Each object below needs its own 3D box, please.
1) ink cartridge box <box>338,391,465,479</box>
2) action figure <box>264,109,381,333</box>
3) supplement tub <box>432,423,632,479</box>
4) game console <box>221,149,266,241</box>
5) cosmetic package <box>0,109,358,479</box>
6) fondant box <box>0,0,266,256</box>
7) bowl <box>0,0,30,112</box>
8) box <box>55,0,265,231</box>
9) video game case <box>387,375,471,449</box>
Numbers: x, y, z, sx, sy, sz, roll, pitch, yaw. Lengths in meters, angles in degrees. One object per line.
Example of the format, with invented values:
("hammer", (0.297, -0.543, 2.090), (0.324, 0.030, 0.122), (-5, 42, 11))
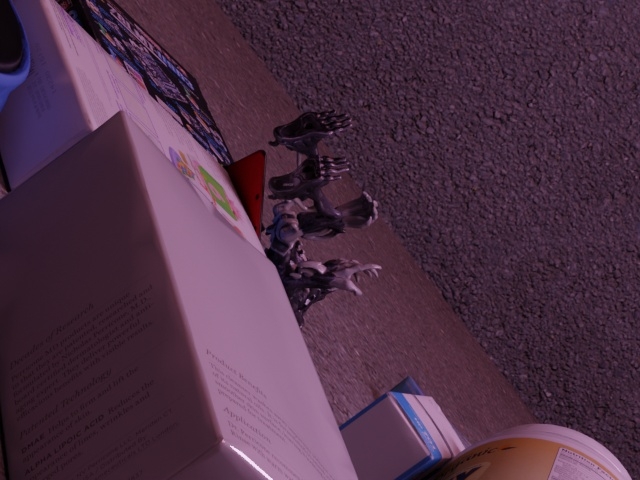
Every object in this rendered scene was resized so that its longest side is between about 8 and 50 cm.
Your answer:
("ink cartridge box", (0.055, 0.218, 1.483), (0.082, 0.139, 0.190), (55, 9, 16))
("action figure", (0.000, 0.000, 1.693), (0.276, 0.140, 0.164), (93, -6, -45))
("supplement tub", (0.179, 0.306, 1.365), (0.228, 0.228, 0.316), (54, 20, -1))
("game console", (-0.073, -0.010, 1.651), (0.124, 0.085, 0.144), (35, 55, -59))
("cosmetic package", (-0.104, 0.106, 1.062), (0.217, 0.156, 0.385), (48, 10, -35))
("fondant box", (-0.180, -0.058, 1.456), (0.330, 0.096, 0.238), (44, 13, -44))
("bowl", (-0.380, -0.256, 1.226), (0.391, 0.077, 0.391), (52, 9, -12))
("box", (-0.206, -0.159, 1.760), (0.295, 0.073, 0.293), (44, 13, -48))
("video game case", (0.203, 0.334, 1.993), (0.244, 0.061, 0.269), (50, 4, -33))
